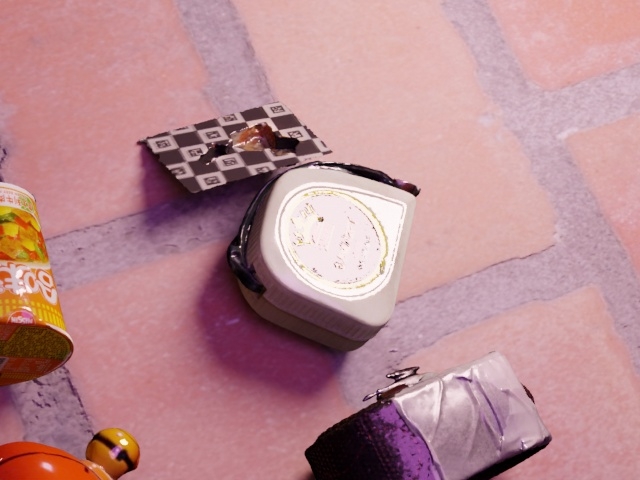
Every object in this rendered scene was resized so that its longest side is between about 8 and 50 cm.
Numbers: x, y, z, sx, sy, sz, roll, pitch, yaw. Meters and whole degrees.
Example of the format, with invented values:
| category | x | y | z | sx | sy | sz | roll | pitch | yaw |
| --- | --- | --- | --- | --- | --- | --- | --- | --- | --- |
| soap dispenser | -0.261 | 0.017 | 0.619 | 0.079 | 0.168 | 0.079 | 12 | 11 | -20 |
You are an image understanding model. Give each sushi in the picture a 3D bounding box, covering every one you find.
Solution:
| category | x | y | z | sx | sy | sz | roll | pitch | yaw |
| --- | --- | --- | --- | --- | --- | --- | --- | --- | --- |
| sushi | -0.104 | -0.103 | 1.754 | 0.201 | 0.031 | 0.139 | -17 | 41 | -25 |

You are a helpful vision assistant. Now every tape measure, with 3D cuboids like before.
| category | x | y | z | sx | sy | sz | roll | pitch | yaw |
| --- | --- | --- | --- | --- | --- | --- | --- | --- | --- |
| tape measure | 0.000 | 0.000 | 1.725 | 0.207 | 0.115 | 0.235 | 22 | 55 | -11 |

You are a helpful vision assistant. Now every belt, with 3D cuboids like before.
| category | x | y | z | sx | sy | sz | roll | pitch | yaw |
| --- | --- | --- | --- | --- | --- | --- | --- | --- | --- |
| belt | 0.122 | 0.219 | 1.637 | 0.289 | 0.184 | 0.164 | -18 | 71 | -31 |

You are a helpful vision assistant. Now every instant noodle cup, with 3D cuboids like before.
| category | x | y | z | sx | sy | sz | roll | pitch | yaw |
| --- | --- | --- | --- | --- | --- | --- | --- | --- | --- |
| instant noodle cup | -0.356 | 0.041 | 1.555 | 0.168 | 0.168 | 0.185 | -2 | 62 | -21 |

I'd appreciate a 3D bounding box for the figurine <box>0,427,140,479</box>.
| category | x | y | z | sx | sy | sz | roll | pitch | yaw |
| --- | --- | --- | --- | --- | --- | --- | --- | --- | --- |
| figurine | -0.267 | 0.327 | 1.440 | 0.323 | 0.196 | 0.320 | 26 | 68 | -20 |
